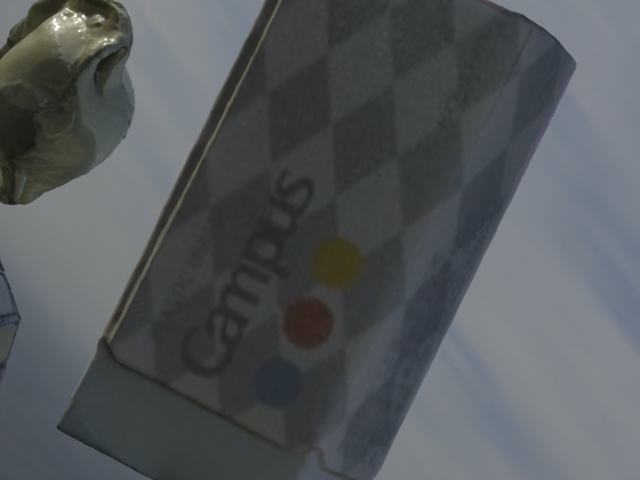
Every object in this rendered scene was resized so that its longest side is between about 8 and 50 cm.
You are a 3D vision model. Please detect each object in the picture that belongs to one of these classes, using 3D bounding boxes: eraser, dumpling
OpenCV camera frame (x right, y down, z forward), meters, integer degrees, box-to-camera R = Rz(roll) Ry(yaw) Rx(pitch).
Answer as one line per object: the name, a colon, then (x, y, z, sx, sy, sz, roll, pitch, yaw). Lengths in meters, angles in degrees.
eraser: (0.000, -0.001, 1.197, 0.213, 0.396, 0.082, 26, -3, 10)
dumpling: (-0.283, -0.161, 1.794, 0.147, 0.258, 0.193, 12, 38, -42)

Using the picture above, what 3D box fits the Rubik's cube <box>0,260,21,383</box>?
Rubik's cube: (-0.139, 0.023, 0.472, 0.111, 0.093, 0.111, 45, 22, -24)
